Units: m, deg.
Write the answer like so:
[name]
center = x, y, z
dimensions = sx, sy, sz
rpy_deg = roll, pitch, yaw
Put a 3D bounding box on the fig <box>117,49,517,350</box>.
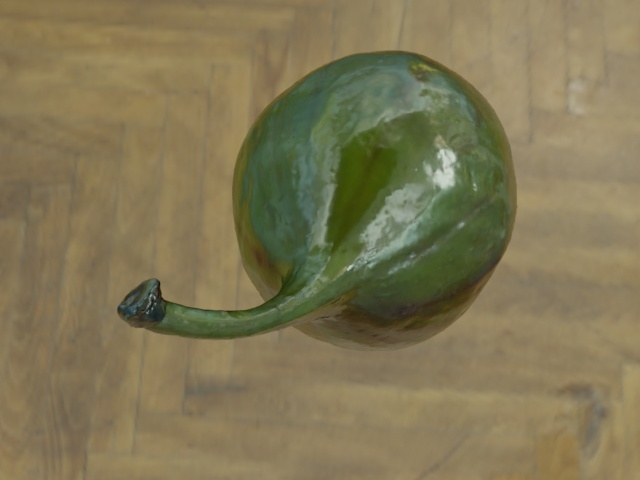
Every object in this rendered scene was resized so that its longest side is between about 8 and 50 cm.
[fig]
center = 0.000, 0.000, 0.667
dimensions = 0.124, 0.124, 0.236
rpy_deg = 28, 26, 13
